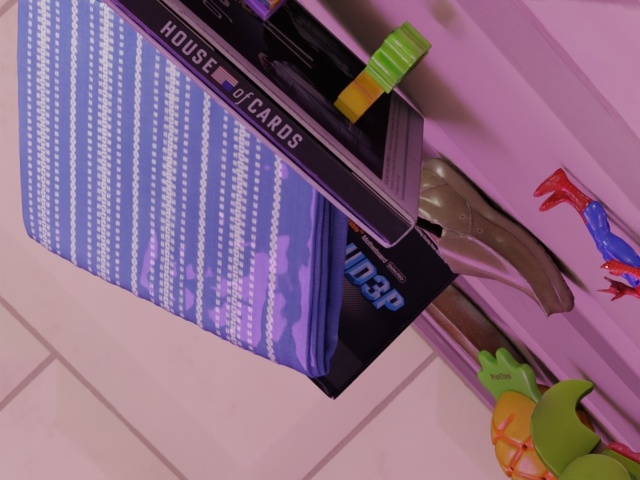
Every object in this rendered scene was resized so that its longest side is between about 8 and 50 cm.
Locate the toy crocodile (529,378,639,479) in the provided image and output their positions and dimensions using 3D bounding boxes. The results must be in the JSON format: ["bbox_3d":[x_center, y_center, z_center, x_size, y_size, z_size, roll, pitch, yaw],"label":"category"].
[{"bbox_3d":[0.302,0.250,1.507,0.340,0.105,0.115,40,175,28],"label":"toy crocodile"}]

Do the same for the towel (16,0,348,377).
[{"bbox_3d":[-0.107,-0.059,1.346,0.336,0.040,0.243,24,121,36],"label":"towel"}]

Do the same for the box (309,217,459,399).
[{"bbox_3d":[0.000,0.000,1.471,0.220,0.175,0.051,48,175,-33],"label":"box"}]

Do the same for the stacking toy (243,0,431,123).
[{"bbox_3d":[-0.015,-0.143,0.906,0.167,0.052,0.221,44,176,-2],"label":"stacking toy"}]

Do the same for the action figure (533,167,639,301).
[{"bbox_3d":[0.150,0.014,0.871,0.115,0.030,0.038,43,172,23],"label":"action figure"}]

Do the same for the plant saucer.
[{"bbox_3d":[0.165,0.099,1.963,0.198,0.036,0.198,46,177,3],"label":"plant saucer"}]

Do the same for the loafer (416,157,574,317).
[{"bbox_3d":[0.108,0.006,1.182,0.148,0.050,0.056,45,177,34],"label":"loafer"}]

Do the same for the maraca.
[{"bbox_3d":[0.219,0.190,1.834,0.185,0.099,0.127,59,154,-5],"label":"maraca"}]

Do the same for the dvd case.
[{"bbox_3d":[-0.036,-0.112,1.033,0.239,0.029,0.179,42,-160,-12],"label":"dvd case"}]
